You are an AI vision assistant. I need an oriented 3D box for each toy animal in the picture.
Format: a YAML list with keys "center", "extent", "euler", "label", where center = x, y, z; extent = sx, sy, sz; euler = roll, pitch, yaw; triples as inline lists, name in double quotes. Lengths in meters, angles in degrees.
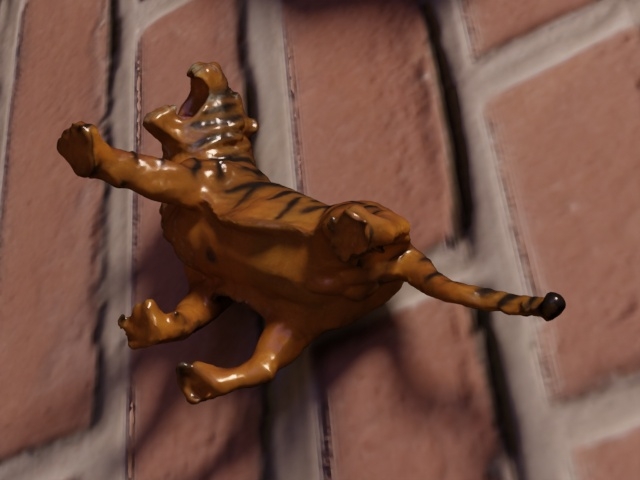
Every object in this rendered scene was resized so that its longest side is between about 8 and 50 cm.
- center: [-0.001, 0.007, 0.523]
  extent: [0.255, 0.114, 0.116]
  euler: [21, 31, 39]
  label: "toy animal"
